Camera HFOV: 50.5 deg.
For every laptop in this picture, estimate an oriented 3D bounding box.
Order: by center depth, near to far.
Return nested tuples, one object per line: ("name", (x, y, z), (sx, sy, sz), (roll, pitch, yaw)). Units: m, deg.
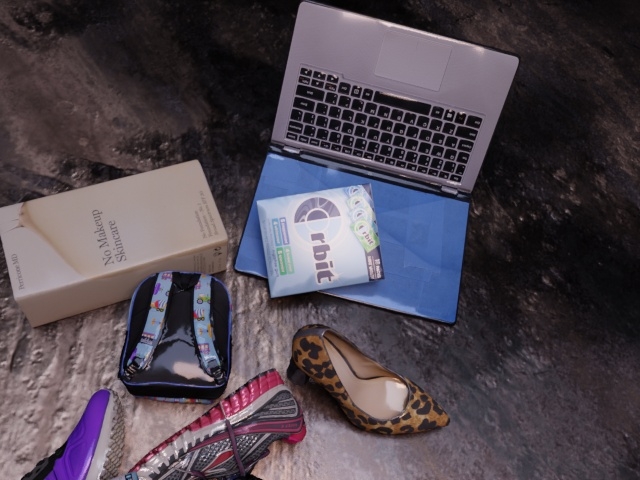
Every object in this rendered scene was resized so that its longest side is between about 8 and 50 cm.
("laptop", (0.095, -0.131, 1.116), (0.381, 0.408, 0.236), (14, 27, -2))

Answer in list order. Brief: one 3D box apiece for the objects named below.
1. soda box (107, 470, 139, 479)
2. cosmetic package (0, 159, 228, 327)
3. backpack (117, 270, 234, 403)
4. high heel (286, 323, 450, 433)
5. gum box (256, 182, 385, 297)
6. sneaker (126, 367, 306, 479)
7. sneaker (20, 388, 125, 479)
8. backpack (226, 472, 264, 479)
("soda box", (-0.230, 0.367, 0.819), (0.062, 0.183, 0.058), (-15, 35, -16))
("cosmetic package", (-0.312, 0.001, 1.042), (0.309, 0.113, 0.160), (-17, 66, -18))
("backpack", (-0.204, 0.137, 0.983), (0.158, 0.117, 0.173), (3, 62, -7))
("high heel", (0.078, 0.200, 0.955), (0.261, 0.186, 0.093), (20, 61, 2))
("gum box", (0.000, 0.000, 1.081), (0.184, 0.041, 0.157), (-8, 89, -3))
("sneaker", (-0.153, 0.295, 0.908), (0.299, 0.121, 0.112), (-33, 83, -19))
("sneaker", (-0.350, 0.324, 0.868), (0.146, 0.102, 0.293), (11, 61, -2))
("backpack", (-0.076, 0.418, 0.791), (0.213, 0.276, 0.263), (-26, 65, -7))
